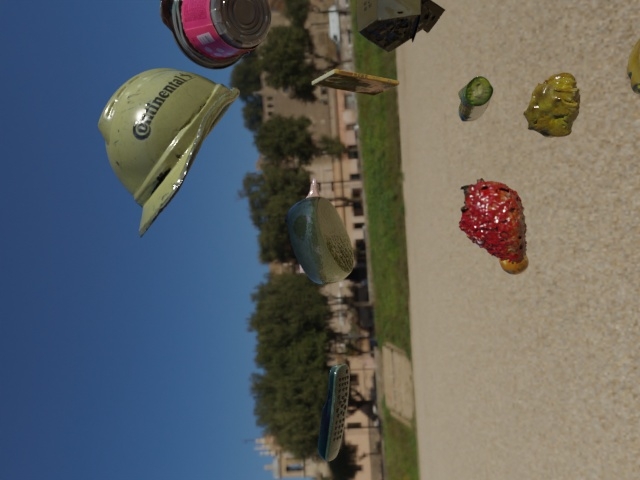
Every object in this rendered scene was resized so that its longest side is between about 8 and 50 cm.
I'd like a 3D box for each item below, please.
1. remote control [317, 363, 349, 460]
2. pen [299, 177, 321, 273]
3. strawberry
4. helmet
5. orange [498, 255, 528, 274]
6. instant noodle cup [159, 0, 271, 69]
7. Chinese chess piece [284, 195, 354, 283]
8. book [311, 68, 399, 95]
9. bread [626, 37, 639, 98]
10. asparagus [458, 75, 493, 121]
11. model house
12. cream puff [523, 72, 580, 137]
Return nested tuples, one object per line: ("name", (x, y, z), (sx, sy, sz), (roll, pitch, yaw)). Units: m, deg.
("remote control", (0.032, 0.392, 1.515), (0.072, 0.042, 0.221), (6, -88, -62))
("pen", (-0.017, -0.030, 1.348), (0.032, 0.053, 0.197), (28, -115, -76))
("strawberry", (0.360, -0.052, 1.374), (0.085, 0.141, 0.192), (73, -158, -67))
("helmet", (-0.229, -0.147, 0.902), (0.204, 0.137, 0.257), (-39, 22, 47))
("orange", (0.527, 0.056, 1.810), (0.083, 0.070, 0.083), (34, -141, -34))
("instant noodle cup", (-0.246, -0.589, 1.746), (0.182, 0.303, 0.258), (10, 109, 50))
("Chinese chess piece", (0.000, 0.000, 1.063), (0.144, 0.059, 0.144), (53, -154, -40))
("book", (0.082, -0.368, 1.550), (0.118, 0.172, 0.012), (-5, 83, 63))
("bread", (0.758, -0.355, 1.412), (0.105, 0.214, 0.213), (105, 163, -77))
("asparagus", (0.324, -0.292, 1.393), (0.278, 0.067, 0.060), (-17, -76, -77))
("model house", (0.246, -0.646, 1.760), (0.205, 0.243, 0.211), (17, -115, -36))
("cream puff", (0.311, -0.181, 0.888), (0.083, 0.058, 0.083), (133, 137, -54))
